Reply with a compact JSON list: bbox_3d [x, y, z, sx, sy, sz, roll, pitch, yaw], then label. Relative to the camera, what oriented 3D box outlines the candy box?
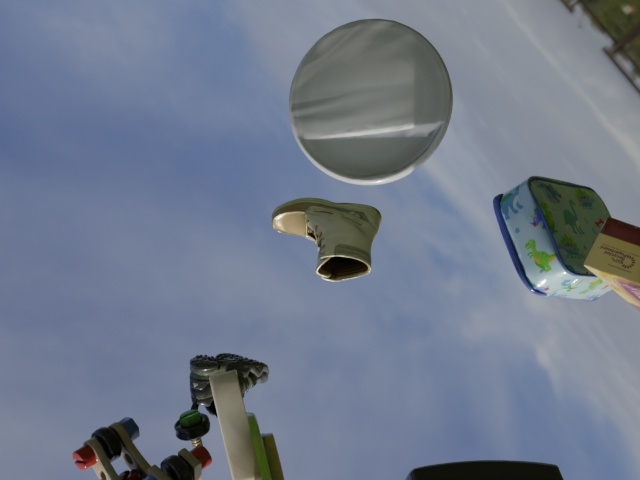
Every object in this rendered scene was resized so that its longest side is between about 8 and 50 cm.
[{"bbox_3d":[0.322,0.049,0.884,0.109,0.053,0.186,24,173,45],"label":"candy box"}]

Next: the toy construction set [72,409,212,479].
[{"bbox_3d":[-0.270,0.433,1.561,0.309,0.257,0.237,-44,-54,-61],"label":"toy construction set"}]

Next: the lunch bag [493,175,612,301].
[{"bbox_3d":[0.355,-0.004,1.483,0.219,0.090,0.176,5,-120,-46],"label":"lunch bag"}]

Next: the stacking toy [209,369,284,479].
[{"bbox_3d":[0.009,0.248,0.825,0.309,0.130,0.279,93,163,-66],"label":"stacking toy"}]

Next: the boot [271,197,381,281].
[{"bbox_3d":[0.000,0.000,1.892,0.165,0.213,0.077,-76,-14,-48],"label":"boot"}]

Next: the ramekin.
[{"bbox_3d":[0.089,-0.218,1.685,0.273,0.273,0.127,54,-175,12],"label":"ramekin"}]

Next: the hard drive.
[{"bbox_3d":[0.263,0.404,1.552,0.172,0.254,0.054,-96,6,-63],"label":"hard drive"}]

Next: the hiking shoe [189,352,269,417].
[{"bbox_3d":[-0.179,0.275,1.907,0.086,0.114,0.227,12,180,31],"label":"hiking shoe"}]
